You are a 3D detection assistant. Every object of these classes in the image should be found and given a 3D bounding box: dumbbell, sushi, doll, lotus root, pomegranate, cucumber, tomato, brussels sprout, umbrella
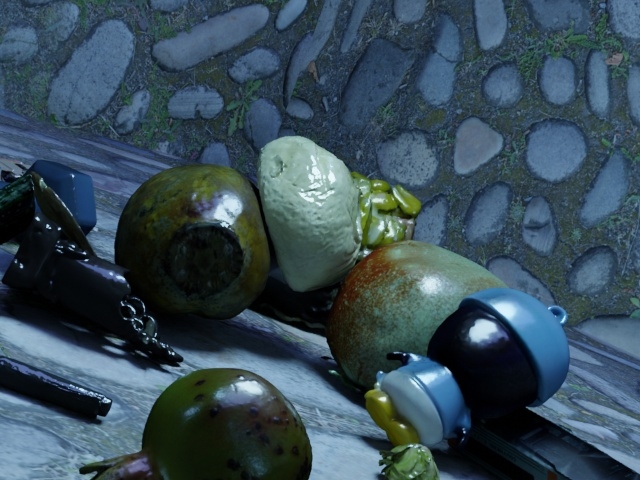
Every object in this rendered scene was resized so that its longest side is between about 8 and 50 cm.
[{"bbox_3d":[-0.496,-0.063,1.904,0.144,0.159,0.325,-10,-10,28],"label":"dumbbell"},{"bbox_3d":[0.000,0.000,2.264,0.329,0.285,0.328,14,9,-33],"label":"sushi"},{"bbox_3d":[0.208,0.168,1.634,0.177,0.314,0.141,52,-23,23],"label":"doll"},{"bbox_3d":[-0.185,0.003,1.828,0.251,0.250,0.346,19,3,-10],"label":"lotus root"},{"bbox_3d":[-0.103,0.192,1.062,0.205,0.159,0.159,-15,24,-25],"label":"pomegranate"},{"bbox_3d":[-0.457,-0.001,1.604,0.046,0.220,0.070,50,-14,44],"label":"cucumber"},{"bbox_3d":[0.158,0.132,1.856,0.304,0.239,0.303,24,6,-3],"label":"tomato"},{"bbox_3d":[0.104,0.265,1.443,0.085,0.058,0.085,11,-8,2],"label":"brussels sprout"},{"bbox_3d":[-0.283,0.154,1.288,0.133,0.031,0.036,21,9,-1],"label":"umbrella"}]

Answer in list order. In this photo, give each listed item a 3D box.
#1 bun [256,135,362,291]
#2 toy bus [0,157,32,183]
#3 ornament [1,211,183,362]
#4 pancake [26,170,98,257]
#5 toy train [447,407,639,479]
[{"bbox_3d":[-0.011,-0.047,1.871,0.153,0.243,0.244,-16,11,-4],"label":"bun"},{"bbox_3d":[-0.532,-0.089,2.134,0.090,0.112,0.274,24,8,28],"label":"toy bus"},{"bbox_3d":[-0.288,0.075,1.641,0.260,0.106,0.251,32,-6,-9],"label":"ornament"},{"bbox_3d":[-0.372,-0.017,1.806,0.199,0.021,0.199,48,-18,21],"label":"pancake"},{"bbox_3d":[0.327,0.312,1.569,0.086,0.089,0.409,-16,28,-33],"label":"toy train"}]
